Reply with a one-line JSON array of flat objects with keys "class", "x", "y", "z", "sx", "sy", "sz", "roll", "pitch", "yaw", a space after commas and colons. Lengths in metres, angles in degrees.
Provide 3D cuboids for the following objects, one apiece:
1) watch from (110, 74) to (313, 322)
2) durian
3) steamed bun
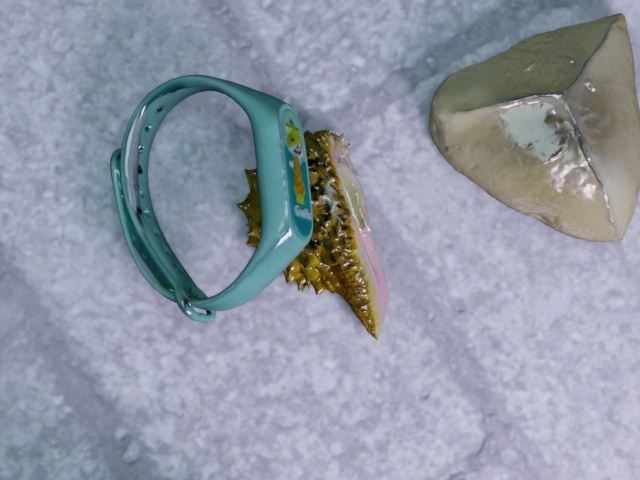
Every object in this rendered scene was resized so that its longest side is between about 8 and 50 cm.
[{"class": "watch", "x": -0.104, "y": -0.043, "z": 1.798, "sx": 0.195, "sy": 0.068, "sz": 0.237, "roll": -12, "pitch": 79, "yaw": 22}, {"class": "durian", "x": 0.006, "y": -0.005, "z": 1.833, "sx": 0.140, "sy": 0.078, "sz": 0.224, "roll": -29, "pitch": 82, "yaw": -8}, {"class": "steamed bun", "x": 0.218, "y": -0.113, "z": 1.857, "sx": 0.212, "sy": 0.110, "sz": 0.231, "roll": -3, "pitch": 79, "yaw": -5}]
